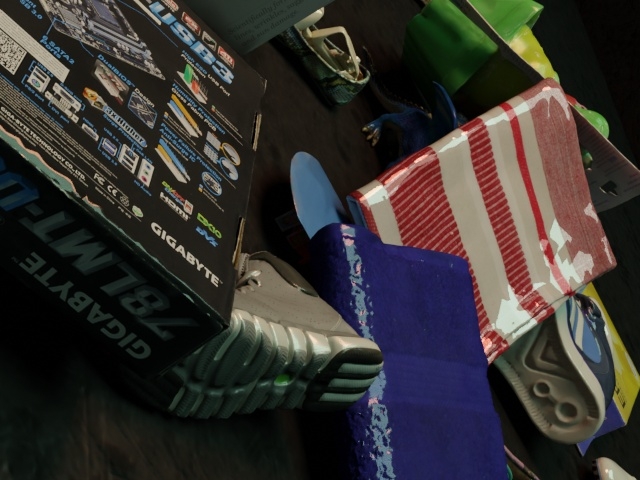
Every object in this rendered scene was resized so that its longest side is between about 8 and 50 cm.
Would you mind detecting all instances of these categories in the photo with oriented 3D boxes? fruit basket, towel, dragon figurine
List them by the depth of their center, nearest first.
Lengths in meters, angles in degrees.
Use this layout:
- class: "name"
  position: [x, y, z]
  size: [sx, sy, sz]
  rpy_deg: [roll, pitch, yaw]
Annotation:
- class: "towel"
  position: [0.074, 0.150, 0.910]
  size: [0.228, 0.076, 0.308]
  rpy_deg: [15, 61, -51]
- class: "towel"
  position: [0.184, -0.009, 1.126]
  size: [0.329, 0.037, 0.237]
  rpy_deg: [-31, 107, -35]
- class: "dragon figurine"
  position: [0.133, -0.125, 1.252]
  size: [0.085, 0.144, 0.289]
  rpy_deg: [37, 35, -48]
- class: "fruit basket"
  position: [0.269, -0.181, 1.366]
  size: [0.353, 0.165, 0.327]
  rpy_deg: [40, -2, 5]

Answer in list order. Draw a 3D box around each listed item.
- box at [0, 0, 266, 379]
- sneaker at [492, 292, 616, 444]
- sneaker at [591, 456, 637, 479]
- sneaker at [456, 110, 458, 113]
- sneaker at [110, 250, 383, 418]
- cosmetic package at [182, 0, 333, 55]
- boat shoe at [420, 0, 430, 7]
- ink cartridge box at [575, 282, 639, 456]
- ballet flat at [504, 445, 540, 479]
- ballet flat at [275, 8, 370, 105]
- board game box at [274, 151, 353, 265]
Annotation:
- class: "box"
  position: [-0.163, -0.108, 0.638]
  size: [0.295, 0.073, 0.293]
  rpy_deg: [43, 25, -25]
- class: "sneaker"
  position: [0.274, 0.083, 1.356]
  size: [0.322, 0.130, 0.236]
  rpy_deg: [62, 22, -5]
- class: "sneaker"
  position: [0.447, 0.369, 1.481]
  size: [0.237, 0.086, 0.085]
  rpy_deg: [47, 30, -32]
- class: "sneaker"
  position: [0.241, -0.138, 1.572]
  size: [0.229, 0.092, 0.087]
  rpy_deg: [8, 57, -39]
- class: "sneaker"
  position: [-0.069, 0.056, 0.756]
  size: [0.229, 0.086, 0.132]
  rpy_deg: [16, 27, -45]
- class: "cosmetic package"
  position: [-0.059, -0.401, 1.048]
  size: [0.156, 0.217, 0.385]
  rpy_deg: [35, 38, -48]
- class: "boat shoe"
  position: [0.185, -0.407, 1.772]
  size: [0.137, 0.049, 0.043]
  rpy_deg: [35, 34, -40]
- class: "ink cartridge box"
  position: [0.379, 0.131, 1.604]
  size: [0.303, 0.072, 0.307]
  rpy_deg: [65, 21, 1]
- class: "ballet flat"
  position: [0.177, 0.242, 1.077]
  size: [0.221, 0.077, 0.079]
  rpy_deg: [54, 6, -21]
- class: "ballet flat"
  position: [-0.010, -0.227, 1.159]
  size: [0.188, 0.070, 0.070]
  rpy_deg: [45, 30, -37]
- class: "board game box"
  position: [0.000, 0.000, 0.992]
  size: [0.168, 0.033, 0.133]
  rpy_deg: [61, 19, -22]
